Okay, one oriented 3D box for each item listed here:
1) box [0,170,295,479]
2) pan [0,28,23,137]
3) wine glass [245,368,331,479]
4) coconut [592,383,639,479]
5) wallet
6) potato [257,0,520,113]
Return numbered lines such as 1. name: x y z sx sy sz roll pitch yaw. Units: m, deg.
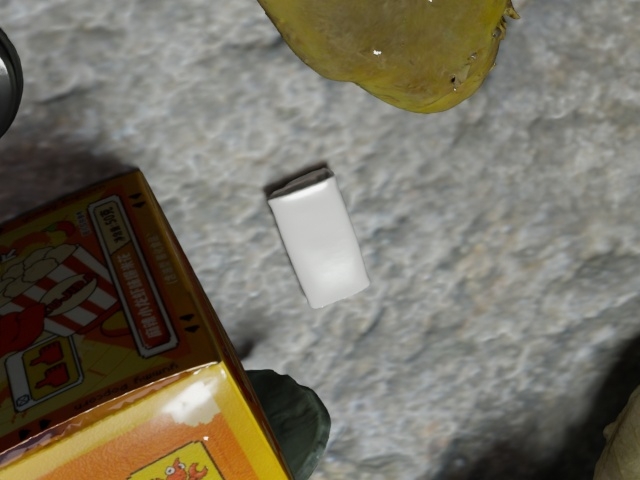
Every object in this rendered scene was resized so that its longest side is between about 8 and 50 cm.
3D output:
1. box: -0.184 0.134 1.039 0.259 0.283 0.214 -28 125 -3
2. pan: -0.315 -0.136 0.986 0.136 0.028 0.235 -44 124 7
3. wine glass: -0.027 0.332 1.239 0.267 0.267 0.406 -23 121 -6
4. coconut: 0.410 0.240 1.337 0.297 0.254 0.297 -3 98 -25
5. wallet: 0.000 0.000 1.185 0.061 0.025 0.122 -25 125 -7
6. potato: 0.044 -0.211 1.010 0.191 0.141 0.296 -36 127 6
